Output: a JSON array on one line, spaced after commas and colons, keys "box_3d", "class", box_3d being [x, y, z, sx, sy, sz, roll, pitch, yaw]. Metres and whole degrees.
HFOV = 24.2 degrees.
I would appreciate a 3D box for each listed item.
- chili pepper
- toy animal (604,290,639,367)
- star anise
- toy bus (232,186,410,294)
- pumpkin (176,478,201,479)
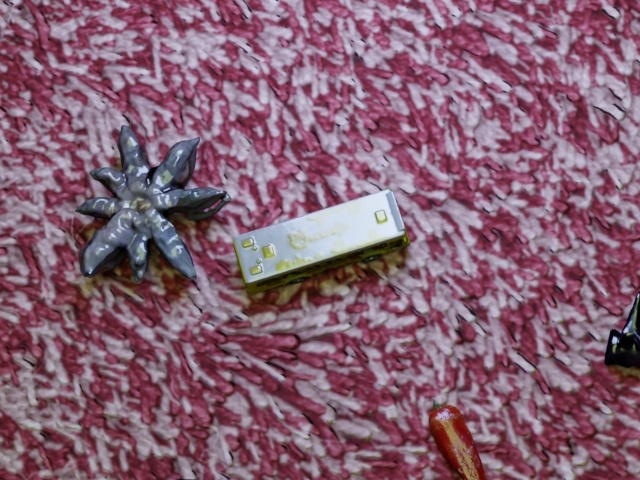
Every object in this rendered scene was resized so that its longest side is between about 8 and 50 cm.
[{"box_3d": [0.181, 0.277, 1.876, 0.045, 0.027, 0.178, -24, 75, -3], "class": "chili pepper"}, {"box_3d": [0.520, 0.147, 1.854, 0.324, 0.090, 0.195, -6, 73, 5], "class": "toy animal"}, {"box_3d": [-0.229, -0.038, 1.968, 0.236, 0.093, 0.229, -40, 74, -9], "class": "star anise"}, {"box_3d": [0.000, 0.000, 1.949, 0.226, 0.074, 0.081, -16, 72, 1], "class": "toy bus"}, {"box_3d": [-0.145, 0.462, 1.726, 0.363, 0.266, 0.364, -1, 77, 4], "class": "pumpkin"}]
